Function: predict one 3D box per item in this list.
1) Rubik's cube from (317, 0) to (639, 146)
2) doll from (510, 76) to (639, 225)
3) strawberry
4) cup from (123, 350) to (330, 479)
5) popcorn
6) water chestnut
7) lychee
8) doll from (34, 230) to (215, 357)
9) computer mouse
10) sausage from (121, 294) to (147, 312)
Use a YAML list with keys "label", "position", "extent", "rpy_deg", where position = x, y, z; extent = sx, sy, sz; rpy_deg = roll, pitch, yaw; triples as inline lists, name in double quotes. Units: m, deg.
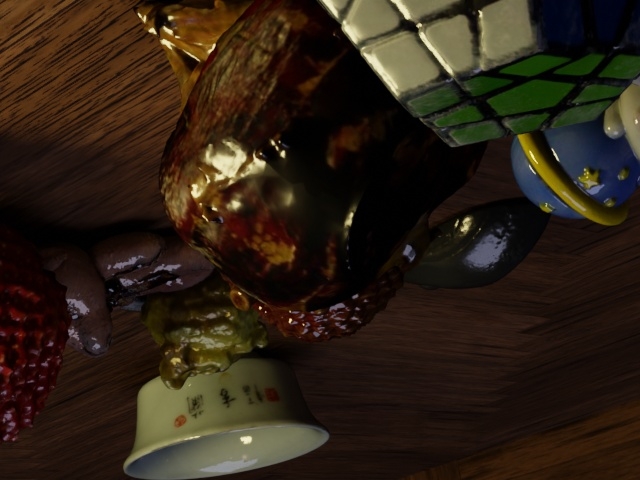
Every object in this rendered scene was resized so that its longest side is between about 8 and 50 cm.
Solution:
- label: "Rubik's cube"
  position: [0.132, -0.228, 1.298]
  extent: [0.319, 0.319, 0.264]
  rpy_deg: [3, -176, -36]
- label: "doll"
  position: [0.359, -0.107, 1.953]
  extent: [0.311, 0.159, 0.242]
  rpy_deg: [33, 113, -25]
- label: "strawberry"
  position: [-0.451, 0.156, 1.964]
  extent: [0.267, 0.351, 0.312]
  rpy_deg: [34, 122, -13]
- label: "cup"
  position: [-0.168, 0.282, 2.844]
  extent: [0.347, 0.163, 0.347]
  rpy_deg: [-9, 161, -3]
- label: "popcorn"
  position: [-0.155, 0.114, 2.364]
  extent: [0.198, 0.155, 0.197]
  rpy_deg: [-19, 157, -9]
- label: "water chestnut"
  position: [-0.022, -0.124, 1.568]
  extent: [0.335, 0.347, 0.335]
  rpy_deg: [-49, 164, -19]
- label: "lychee"
  position: [0.000, 0.000, 2.003]
  extent: [0.271, 0.236, 0.236]
  rpy_deg: [-29, 174, -33]
- label: "doll"
  position: [-0.256, 0.070, 2.183]
  extent: [0.303, 0.156, 0.201]
  rpy_deg: [-7, 156, -23]
- label: "computer mouse"
  position: [0.207, 0.020, 2.396]
  extent: [0.264, 0.088, 0.147]
  rpy_deg: [-21, 157, 38]
- label: "sausage"
  position: [-0.258, 0.088, 2.420]
  extent: [0.029, 0.029, 0.223]
  rpy_deg: [-24, 157, 37]
